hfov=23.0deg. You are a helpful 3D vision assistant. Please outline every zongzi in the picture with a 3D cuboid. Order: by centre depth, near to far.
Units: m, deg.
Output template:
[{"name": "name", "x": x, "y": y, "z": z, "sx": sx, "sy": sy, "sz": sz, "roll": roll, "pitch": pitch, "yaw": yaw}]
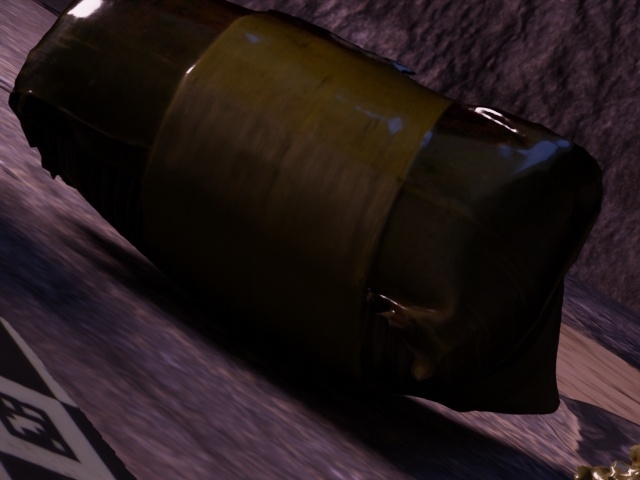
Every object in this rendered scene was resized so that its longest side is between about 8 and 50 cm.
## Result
[{"name": "zongzi", "x": 0.000, "y": 0.000, "z": 0.874, "sx": 0.289, "sy": 0.154, "sz": 0.317, "roll": 30, "pitch": -14, "yaw": 20}]

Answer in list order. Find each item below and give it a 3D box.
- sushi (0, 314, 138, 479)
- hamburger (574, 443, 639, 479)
[{"name": "sushi", "x": -0.154, "y": 0.010, "z": 0.343, "sx": 0.215, "sy": 0.050, "sz": 0.192, "roll": 31, "pitch": 8, "yaw": -48}, {"name": "hamburger", "x": 0.169, "y": 0.132, "z": 0.538, "sx": 0.185, "sy": 0.131, "sz": 0.159, "roll": 35, "pitch": 10, "yaw": 1}]
